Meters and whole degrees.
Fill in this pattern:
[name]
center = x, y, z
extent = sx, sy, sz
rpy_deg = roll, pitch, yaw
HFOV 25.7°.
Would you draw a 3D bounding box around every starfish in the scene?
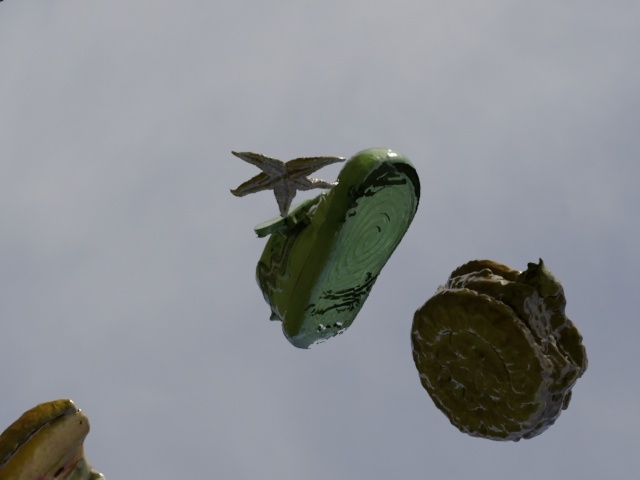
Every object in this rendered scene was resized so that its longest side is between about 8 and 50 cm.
[starfish]
center = -0.026, -0.049, 1.026
extent = 0.092, 0.086, 0.016
rpy_deg = -20, -124, 22

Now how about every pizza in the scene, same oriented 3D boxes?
[pizza]
center = -0.149, 0.199, 0.775
extent = 0.036, 0.176, 0.184
rpy_deg = 13, -116, 49

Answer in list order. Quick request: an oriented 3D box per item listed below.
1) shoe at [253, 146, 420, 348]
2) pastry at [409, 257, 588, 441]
[shoe]
center = 0.005, 0.004, 1.554
extent = 0.128, 0.140, 0.262
rpy_deg = 33, -58, 21
[pastry]
center = 0.231, 0.151, 1.838
extent = 0.235, 0.132, 0.240
rpy_deg = -4, -63, 55
